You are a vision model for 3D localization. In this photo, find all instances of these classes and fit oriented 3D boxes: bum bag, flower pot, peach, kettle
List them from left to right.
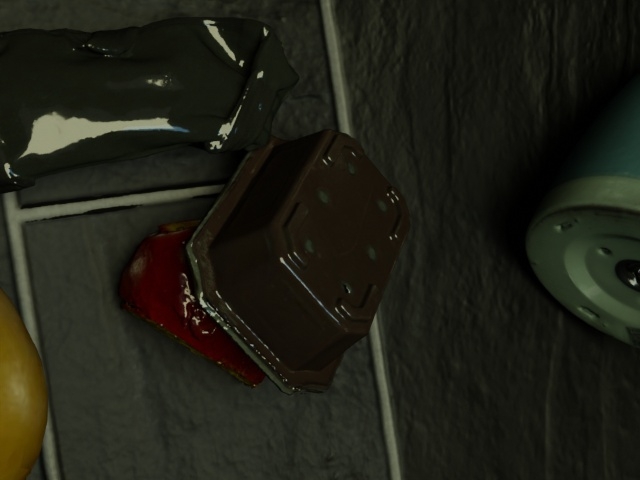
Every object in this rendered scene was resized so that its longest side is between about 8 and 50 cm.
[{"bbox_3d":[-0.172,-0.118,0.890,0.327,0.080,0.142,-7,82,-20],"label":"bum bag"},{"bbox_3d":[-0.092,0.058,0.914,0.127,0.092,0.172,-36,101,-27],"label":"peach"},{"bbox_3d":[0.000,0.000,0.903,0.179,0.084,0.251,49,36,-18],"label":"flower pot"},{"bbox_3d":[0.407,-0.057,1.121,0.342,0.247,0.319,-56,142,-26],"label":"kettle"}]

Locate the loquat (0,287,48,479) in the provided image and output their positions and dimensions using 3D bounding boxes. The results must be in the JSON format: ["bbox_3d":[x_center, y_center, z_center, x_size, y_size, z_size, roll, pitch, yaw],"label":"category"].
[{"bbox_3d":[-0.308,0.106,0.724,0.235,0.235,0.234,1,87,-27],"label":"loquat"}]
